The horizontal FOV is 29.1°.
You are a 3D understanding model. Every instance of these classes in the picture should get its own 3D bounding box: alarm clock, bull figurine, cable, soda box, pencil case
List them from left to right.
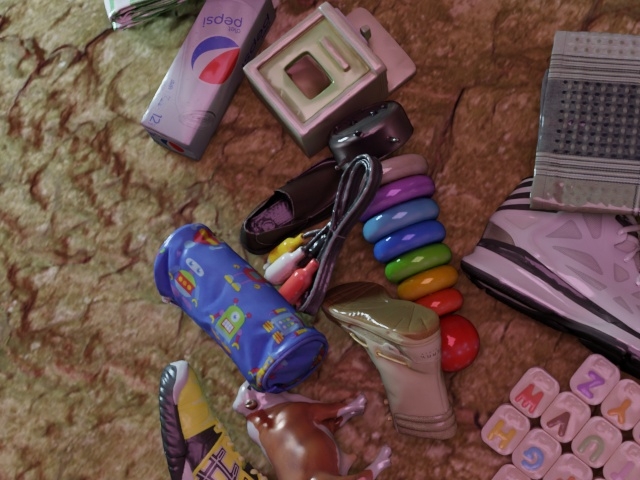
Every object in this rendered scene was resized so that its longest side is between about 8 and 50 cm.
[{"bbox_3d":[-0.177,-0.278,1.985,0.091,0.098,0.286,25,80,10],"label":"soda box"},{"bbox_3d":[-0.129,0.104,1.839,0.306,0.119,0.133,41,99,29],"label":"pencil case"},{"bbox_3d":[-0.006,0.302,1.801,0.188,0.101,0.310,-20,52,-7],"label":"bull figurine"},{"bbox_3d":[0.000,0.000,1.834,0.072,0.287,0.139,13,40,-28],"label":"cable"},{"bbox_3d":[0.075,-0.172,1.902,0.129,0.192,0.064,-24,107,15],"label":"alarm clock"}]

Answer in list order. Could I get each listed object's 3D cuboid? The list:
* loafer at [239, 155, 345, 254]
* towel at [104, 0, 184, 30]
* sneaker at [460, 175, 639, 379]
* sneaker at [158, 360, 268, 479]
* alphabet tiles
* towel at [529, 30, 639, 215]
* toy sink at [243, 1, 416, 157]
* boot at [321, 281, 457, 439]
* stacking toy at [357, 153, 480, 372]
[{"bbox_3d":[-0.033,-0.058,1.929,0.220,0.078,0.080,-40,77,-4],"label":"loafer"},{"bbox_3d":[-0.206,-0.473,2.005,0.325,0.038,0.248,-23,44,2],"label":"towel"},{"bbox_3d":[0.457,0.044,1.812,0.448,0.169,0.257,30,83,14],"label":"sneaker"},{"bbox_3d":[-0.144,0.359,1.827,0.147,0.145,0.384,-17,85,-8],"label":"sneaker"},{"bbox_3d":[0.381,0.320,1.796,0.284,0.021,0.278,39,98,12],"label":"alphabet tiles"},{"bbox_3d":[0.480,-0.167,1.816,0.324,0.056,0.312,7,68,15],"label":"towel"},{"bbox_3d":[0.020,-0.272,1.946,0.234,0.131,0.153,-38,77,-4],"label":"toy sink"},{"bbox_3d":[0.101,0.177,1.843,0.095,0.262,0.203,-28,117,-28],"label":"boot"},{"bbox_3d":[0.152,0.041,1.866,0.141,0.141,0.330,-21,80,0],"label":"stacking toy"}]
